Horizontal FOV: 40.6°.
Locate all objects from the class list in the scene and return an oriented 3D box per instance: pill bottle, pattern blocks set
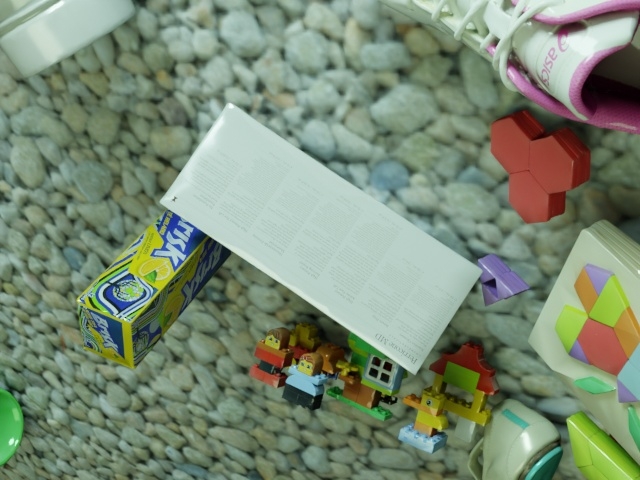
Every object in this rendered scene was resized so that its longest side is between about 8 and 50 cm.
[{"bbox_3d":[-0.237,-0.242,0.623,0.131,0.131,0.229,-13,117,37],"label":"pill bottle"},{"bbox_3d":[0.218,0.083,0.570,0.325,0.026,0.286,40,144,43],"label":"pattern blocks set"}]

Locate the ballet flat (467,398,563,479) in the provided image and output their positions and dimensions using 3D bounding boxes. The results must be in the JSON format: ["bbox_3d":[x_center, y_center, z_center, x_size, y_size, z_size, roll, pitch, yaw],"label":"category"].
[{"bbox_3d":[0.170,0.245,0.813,0.086,0.086,0.249,17,130,18],"label":"ballet flat"}]

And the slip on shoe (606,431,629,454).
[{"bbox_3d":[0.281,0.160,0.656,0.123,0.101,0.331,12,131,20],"label":"slip on shoe"}]

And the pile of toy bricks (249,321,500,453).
[{"bbox_3d":[0.045,0.096,0.756,0.212,0.118,0.105,19,100,29],"label":"pile of toy bricks"}]

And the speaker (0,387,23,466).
[{"bbox_3d":[-0.551,0.252,1.197,0.296,0.131,0.131,-4,122,32],"label":"speaker"}]

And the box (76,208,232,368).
[{"bbox_3d":[-0.137,0.029,0.749,0.054,0.169,0.059,20,133,15],"label":"box"}]

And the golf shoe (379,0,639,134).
[{"bbox_3d":[0.120,-0.143,0.489,0.306,0.140,0.115,22,134,16],"label":"golf shoe"}]

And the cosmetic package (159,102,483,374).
[{"bbox_3d":[0.000,0.000,0.691,0.239,0.099,0.060,34,174,3],"label":"cosmetic package"}]
